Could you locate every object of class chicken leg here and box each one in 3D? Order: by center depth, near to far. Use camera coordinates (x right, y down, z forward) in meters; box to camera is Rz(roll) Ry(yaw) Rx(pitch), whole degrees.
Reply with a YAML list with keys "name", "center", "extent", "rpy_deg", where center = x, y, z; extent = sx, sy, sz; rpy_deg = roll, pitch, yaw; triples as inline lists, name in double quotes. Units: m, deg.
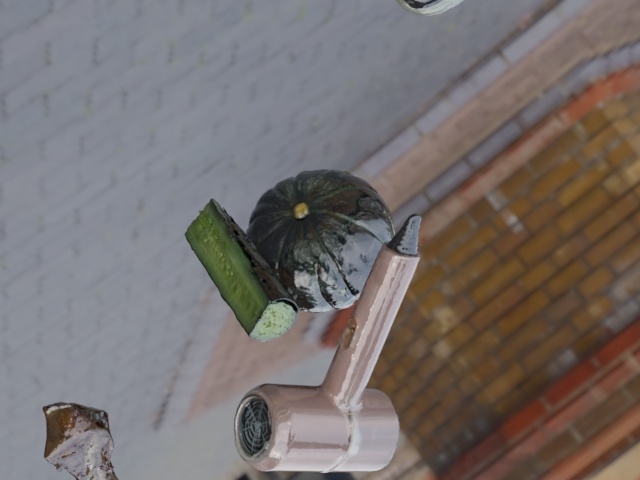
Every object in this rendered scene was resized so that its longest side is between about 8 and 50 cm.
- name: "chicken leg"
  center: [-0.190, 0.290, 1.570]
  extent: [0.093, 0.304, 0.113]
  rpy_deg: [-22, -172, 39]

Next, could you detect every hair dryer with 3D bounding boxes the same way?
- name: "hair dryer"
  center: [0.034, 0.118, 1.880]
  extent: [0.189, 0.107, 0.344]
  rpy_deg: [8, 111, -38]

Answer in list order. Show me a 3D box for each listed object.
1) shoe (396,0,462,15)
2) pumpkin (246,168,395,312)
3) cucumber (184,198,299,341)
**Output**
- name: "shoe"
  center: [0.116, -0.266, 1.332]
  extent: [0.169, 0.071, 0.099]
  rpy_deg: [-46, 160, 7]
- name: "pumpkin"
  center: [0.000, 0.000, 2.299]
  extent: [0.220, 0.220, 0.162]
  rpy_deg: [-37, 136, -4]
- name: "cucumber"
  center: [-0.101, 0.036, 2.100]
  extent: [0.062, 0.211, 0.078]
  rpy_deg: [11, 123, -42]
